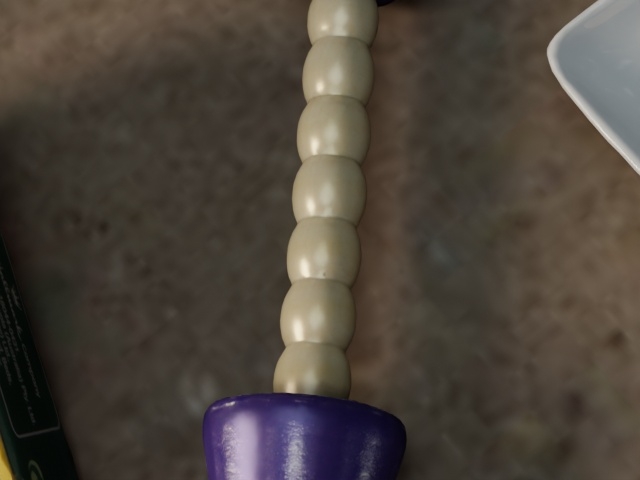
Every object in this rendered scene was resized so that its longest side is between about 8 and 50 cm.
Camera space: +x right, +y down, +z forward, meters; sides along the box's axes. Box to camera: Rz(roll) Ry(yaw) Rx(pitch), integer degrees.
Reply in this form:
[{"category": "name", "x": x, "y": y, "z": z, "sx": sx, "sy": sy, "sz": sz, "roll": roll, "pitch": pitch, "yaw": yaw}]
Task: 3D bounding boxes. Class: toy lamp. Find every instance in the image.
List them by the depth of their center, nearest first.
[{"category": "toy lamp", "x": 0.000, "y": 0.000, "z": 0.675, "sx": 0.080, "sy": 0.080, "sz": 0.274, "roll": -1, "pitch": 68, "yaw": 13}]

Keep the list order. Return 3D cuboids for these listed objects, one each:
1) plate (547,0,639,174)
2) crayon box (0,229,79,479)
[{"category": "plate", "x": 0.273, "y": -0.048, "z": 0.642, "sx": 0.277, "sy": 0.045, "sz": 0.278, "roll": -36, "pitch": 66, "yaw": -2}, {"category": "crayon box", "x": -0.278, "y": 0.062, "z": 0.687, "sx": 0.323, "sy": 0.083, "sz": 0.203, "roll": -18, "pitch": 85, "yaw": 6}]
